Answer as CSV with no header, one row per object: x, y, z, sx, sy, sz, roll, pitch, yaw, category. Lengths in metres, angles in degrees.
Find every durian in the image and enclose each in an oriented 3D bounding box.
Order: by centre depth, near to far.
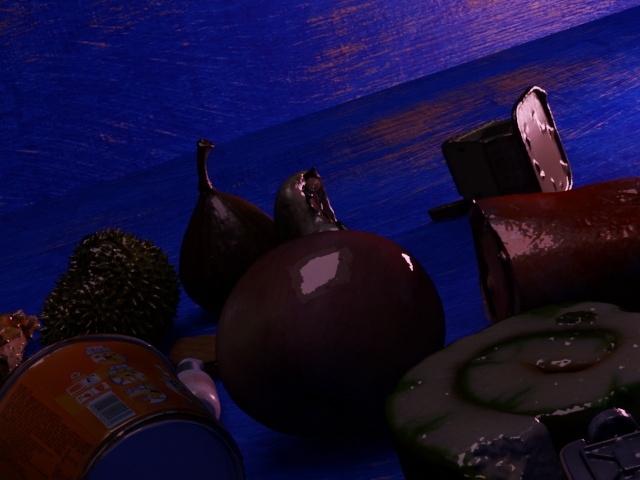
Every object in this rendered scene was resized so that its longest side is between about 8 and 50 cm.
-0.368,0.108,2.165,0.291,0.225,0.291,-44,27,29,durian

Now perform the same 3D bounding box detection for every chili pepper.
0.368,0.008,1.714,0.305,0.229,0.251,-18,1,3,chili pepper

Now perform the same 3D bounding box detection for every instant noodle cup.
-0.241,0.276,1.444,0.296,0.296,0.214,-27,28,-26,instant noodle cup

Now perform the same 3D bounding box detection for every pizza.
-0.695,0.226,2.262,0.440,0.130,0.406,-7,23,31,pizza

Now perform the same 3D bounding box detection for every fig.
-0.178,-0.033,2.211,0.217,0.321,0.217,-17,12,4,fig

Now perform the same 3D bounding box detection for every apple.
0.012,0.130,1.607,0.306,0.305,0.235,-10,43,23,apple

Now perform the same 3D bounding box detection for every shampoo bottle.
-0.197,0.229,1.841,0.074,0.074,0.192,-20,18,-6,shampoo bottle

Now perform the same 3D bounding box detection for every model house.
0.299,-0.139,2.262,0.279,0.218,0.205,-14,16,28,model house

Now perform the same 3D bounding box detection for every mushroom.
-0.002,0.000,2.075,0.130,0.247,0.344,-30,37,-2,mushroom

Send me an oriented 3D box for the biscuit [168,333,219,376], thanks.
-0.162,0.182,2.024,0.176,0.031,0.228,-26,17,-26,biscuit

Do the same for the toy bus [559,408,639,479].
0.381,0.232,1.130,0.289,0.157,0.139,-16,22,-1,toy bus

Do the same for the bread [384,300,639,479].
0.260,0.196,1.398,0.366,0.129,0.382,-8,21,28,bread
